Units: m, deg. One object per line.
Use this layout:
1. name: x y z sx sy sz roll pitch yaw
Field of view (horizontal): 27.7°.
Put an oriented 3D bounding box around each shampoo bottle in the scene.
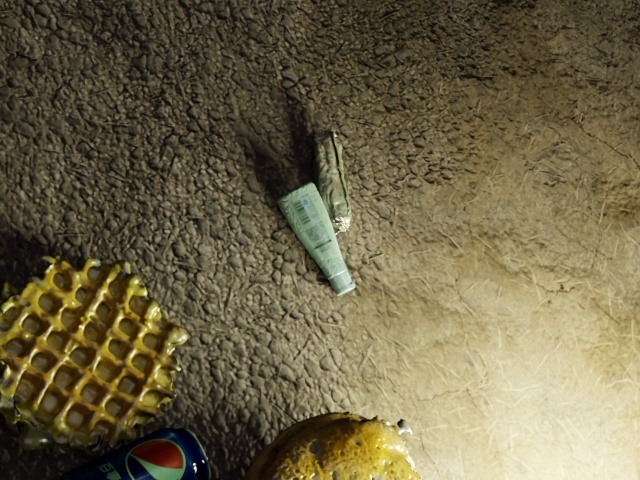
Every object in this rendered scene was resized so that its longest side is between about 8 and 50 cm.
1. shampoo bottle: 0.000 0.000 2.144 0.069 0.041 0.190 -27 85 -10

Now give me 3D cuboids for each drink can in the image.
1. drink can: -0.264 0.348 1.851 0.205 0.118 0.118 -23 82 -31

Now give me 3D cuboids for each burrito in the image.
1. burrito: 0.019 -0.098 2.191 0.058 0.045 0.188 -7 75 1

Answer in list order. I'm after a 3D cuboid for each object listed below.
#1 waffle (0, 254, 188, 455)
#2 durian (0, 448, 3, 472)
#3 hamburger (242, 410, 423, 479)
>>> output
1. waffle: -0.357 0.169 1.905 0.329 0.062 0.329 9 69 -23
2. durian: -0.486 0.277 1.802 0.111 0.071 0.140 17 60 -19
3. hamburger: 0.034 0.399 1.939 0.314 0.170 0.289 -27 87 -31
